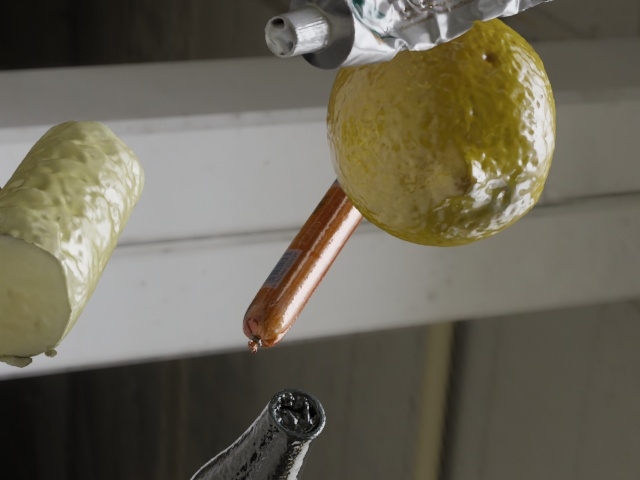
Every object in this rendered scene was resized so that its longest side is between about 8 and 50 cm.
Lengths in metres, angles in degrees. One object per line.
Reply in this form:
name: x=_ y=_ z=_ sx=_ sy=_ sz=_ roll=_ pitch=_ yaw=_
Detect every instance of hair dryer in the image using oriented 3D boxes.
hair dryer: x=-0.128 y=0.215 z=1.280 sx=0.091 sy=0.271 sz=0.235 roll=58 pitch=-37 yaw=25

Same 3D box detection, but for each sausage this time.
sausage: x=0.000 y=0.000 z=1.904 sx=0.348 sy=0.053 sz=0.053 roll=-56 pitch=174 yaw=-37

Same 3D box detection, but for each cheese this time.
cheese: x=-0.193 y=0.000 z=1.180 sx=0.123 sy=0.094 sz=0.167 roll=-57 pitch=-173 yaw=33

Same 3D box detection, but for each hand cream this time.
hand cream: x=0.070 y=-0.156 z=1.025 sx=0.050 sy=0.257 sz=0.084 roll=-16 pitch=-80 yaw=57

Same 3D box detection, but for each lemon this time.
lemon: x=0.116 y=-0.107 z=1.626 sx=0.253 sy=0.228 sz=0.228 roll=-88 pitch=-171 yaw=-46

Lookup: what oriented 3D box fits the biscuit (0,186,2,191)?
biscuit: x=-0.359 y=0.010 z=1.545 sx=0.228 sy=0.176 sz=0.031 roll=38 pitch=-6 yaw=25
